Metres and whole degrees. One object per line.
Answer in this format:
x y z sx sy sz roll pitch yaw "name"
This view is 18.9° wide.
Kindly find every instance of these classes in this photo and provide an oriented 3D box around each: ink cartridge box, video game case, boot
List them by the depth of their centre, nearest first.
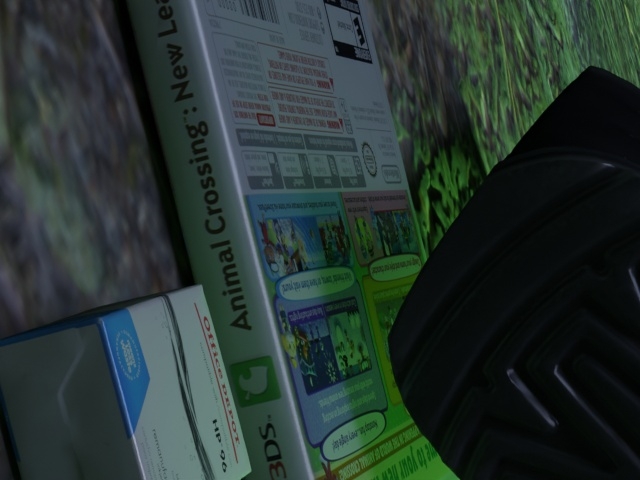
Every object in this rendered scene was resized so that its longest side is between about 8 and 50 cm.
-0.041 0.038 0.435 0.083 0.028 0.048 -21 97 -75 "ink cartridge box"
0.000 0.000 0.619 0.212 0.023 0.193 -7 83 -75 "video game case"
0.194 0.095 0.763 0.367 0.146 0.445 52 10 1 "boot"
